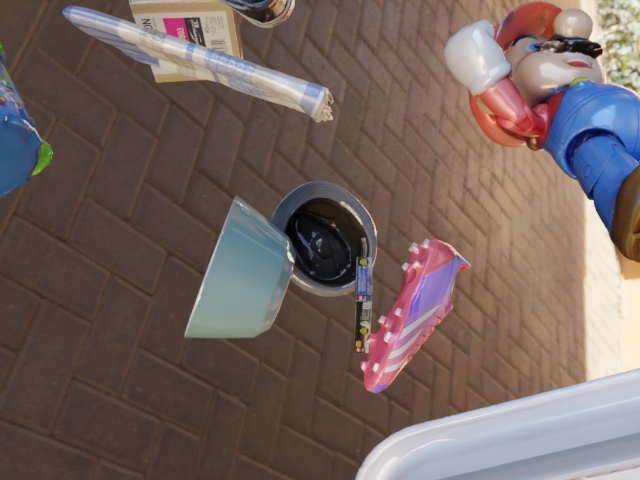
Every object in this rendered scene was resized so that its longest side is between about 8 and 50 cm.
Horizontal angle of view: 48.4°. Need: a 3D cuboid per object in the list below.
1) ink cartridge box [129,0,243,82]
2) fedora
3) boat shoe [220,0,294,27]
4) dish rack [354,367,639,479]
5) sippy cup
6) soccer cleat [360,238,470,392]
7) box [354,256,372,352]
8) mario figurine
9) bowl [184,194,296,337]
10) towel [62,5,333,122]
[{"bbox_3d":[-0.262,-0.427,1.434,0.235,0.193,0.088,87,-1,-64],"label":"ink cartridge box"},{"bbox_3d":[0.000,0.000,1.677,0.275,0.124,0.244,43,79,-10],"label":"fedora"},{"bbox_3d":[-0.178,-0.401,0.987,0.306,0.113,0.105,41,13,8],"label":"boat shoe"},{"bbox_3d":[0.199,0.186,0.313,0.072,0.332,0.286,-65,135,-67],"label":"dish rack"},{"bbox_3d":[-0.523,-0.174,1.016,0.305,0.240,0.224,-20,59,-44],"label":"sippy cup"},{"bbox_3d":[0.141,0.114,1.039,0.095,0.083,0.248,28,74,-13],"label":"soccer cleat"},{"bbox_3d":[0.069,0.107,1.167,0.137,0.027,0.094,89,4,-45],"label":"box"},{"bbox_3d":[0.235,-0.126,0.612,0.198,0.170,0.321,42,14,-39],"label":"mario figurine"},{"bbox_3d":[-0.154,0.078,1.479,0.163,0.312,0.312,20,58,-6],"label":"bowl"},{"bbox_3d":[-0.120,-0.193,0.807,0.209,0.284,0.034,-77,-174,-83],"label":"towel"}]
